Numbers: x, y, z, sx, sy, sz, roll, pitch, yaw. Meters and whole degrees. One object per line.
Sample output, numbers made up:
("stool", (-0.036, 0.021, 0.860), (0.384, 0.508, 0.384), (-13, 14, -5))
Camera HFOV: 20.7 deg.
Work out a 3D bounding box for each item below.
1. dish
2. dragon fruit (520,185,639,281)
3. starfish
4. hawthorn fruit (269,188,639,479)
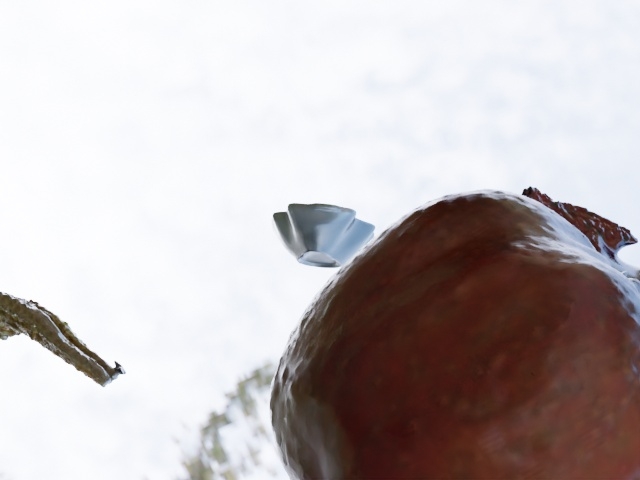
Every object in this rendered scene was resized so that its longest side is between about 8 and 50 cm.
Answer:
("dish", (0.000, 0.000, 1.495), (0.091, 0.137, 0.039), (6, -100, 1))
("dragon fruit", (0.222, 0.039, 1.452), (0.192, 0.092, 0.122), (9, -132, -27))
("starfish", (-0.377, -0.010, 1.763), (0.132, 0.384, 0.398), (-38, -167, -8))
("hawthorn fruit", (0.089, 0.137, 1.173), (0.330, 0.287, 0.287), (-39, -127, -7))
